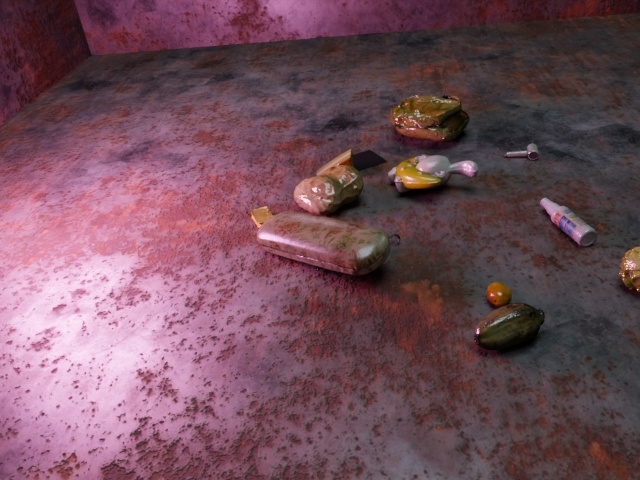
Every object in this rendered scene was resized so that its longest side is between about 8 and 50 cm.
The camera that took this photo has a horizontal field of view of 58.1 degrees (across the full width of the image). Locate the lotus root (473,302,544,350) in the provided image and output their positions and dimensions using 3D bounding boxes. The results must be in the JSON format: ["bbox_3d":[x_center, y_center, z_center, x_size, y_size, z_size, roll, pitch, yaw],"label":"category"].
[{"bbox_3d":[0.427,0.194,1.312,0.180,0.089,0.080,-18,-6,-10],"label":"lotus root"}]

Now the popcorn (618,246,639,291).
[{"bbox_3d":[0.793,0.076,1.414,0.106,0.120,0.116,-38,0,18],"label":"popcorn"}]

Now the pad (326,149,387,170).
[{"bbox_3d":[0.135,-0.289,2.137,0.190,0.004,0.127,-20,37,-19],"label":"pad"}]

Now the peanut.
[{"bbox_3d":[0.031,-0.170,1.886,0.233,0.110,0.197,-27,35,-28],"label":"peanut"}]

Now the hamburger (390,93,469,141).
[{"bbox_3d":[0.424,-0.469,2.241,0.285,0.134,0.265,16,47,38],"label":"hamburger"}]

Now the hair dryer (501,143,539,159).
[{"bbox_3d":[0.709,-0.311,2.050,0.125,0.037,0.063,-3,32,18],"label":"hair dryer"}]

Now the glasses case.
[{"bbox_3d":[0.000,0.000,1.625,0.426,0.098,0.156,13,46,38],"label":"glasses case"}]

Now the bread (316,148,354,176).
[{"bbox_3d":[0.046,-0.269,2.049,0.139,0.084,0.074,-2,38,11],"label":"bread"}]

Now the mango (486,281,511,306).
[{"bbox_3d":[0.444,0.131,1.437,0.060,0.046,0.089,4,23,11],"label":"mango"}]

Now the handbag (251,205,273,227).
[{"bbox_3d":[-0.185,-0.074,1.857,0.061,0.027,0.083,-18,39,-18],"label":"handbag"}]

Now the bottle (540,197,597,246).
[{"bbox_3d":[0.706,-0.062,1.659,0.060,0.060,0.217,-12,35,-8],"label":"bottle"}]

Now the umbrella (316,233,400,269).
[{"bbox_3d":[0.107,0.026,1.652,0.269,0.044,0.044,-19,-8,-16],"label":"umbrella"}]

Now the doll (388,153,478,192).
[{"bbox_3d":[0.358,-0.224,1.915,0.252,0.110,0.237,-16,20,-13],"label":"doll"}]
